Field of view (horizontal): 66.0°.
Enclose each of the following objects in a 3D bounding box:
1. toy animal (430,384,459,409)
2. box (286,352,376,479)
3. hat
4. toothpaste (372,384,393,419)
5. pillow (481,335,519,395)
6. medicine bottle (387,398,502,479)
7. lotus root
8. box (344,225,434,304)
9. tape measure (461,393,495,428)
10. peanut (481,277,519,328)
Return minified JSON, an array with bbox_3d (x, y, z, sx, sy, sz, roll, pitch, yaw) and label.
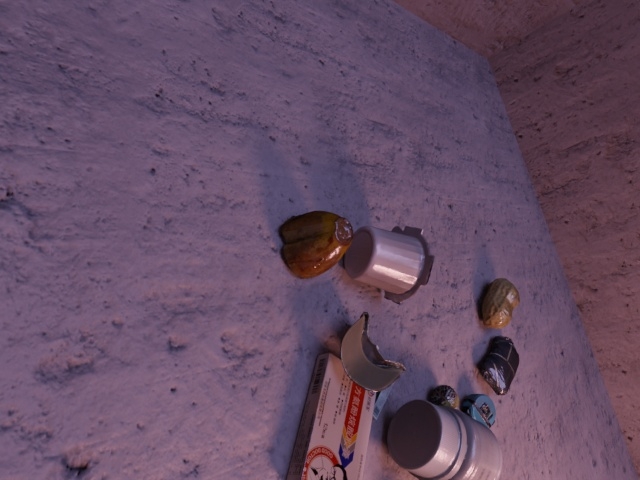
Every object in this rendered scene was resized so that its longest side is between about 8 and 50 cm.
[{"bbox_3d":[0.424,0.543,1.705,0.137,0.098,0.098,44,41,-50],"label":"toy animal"},{"bbox_3d":[0.042,0.514,1.341,0.214,0.069,0.353,40,48,-27],"label":"box"},{"bbox_3d":[0.122,0.345,1.458,0.244,0.149,0.214,-23,76,-41],"label":"hat"},{"bbox_3d":[0.179,0.481,1.514,0.034,0.046,0.164,53,42,-11],"label":"toothpaste"},{"bbox_3d":[0.763,0.521,2.084,0.335,0.092,0.161,-31,90,-50],"label":"pillow"},{"bbox_3d":[0.375,0.629,1.495,0.306,0.245,0.245,35,48,-31],"label":"medicine bottle"},{"bbox_3d":[0.000,-0.001,1.468,0.188,0.180,0.199,60,40,-12],"label":"lotus root"},{"bbox_3d":[0.207,0.040,1.636,0.206,0.262,0.291,17,48,-29],"label":"box"},{"bbox_3d":[0.596,0.643,1.850,0.125,0.081,0.146,-34,94,-32],"label":"tape measure"},{"bbox_3d":[0.810,0.282,2.217,0.152,0.152,0.313,57,43,-9],"label":"peanut"}]
